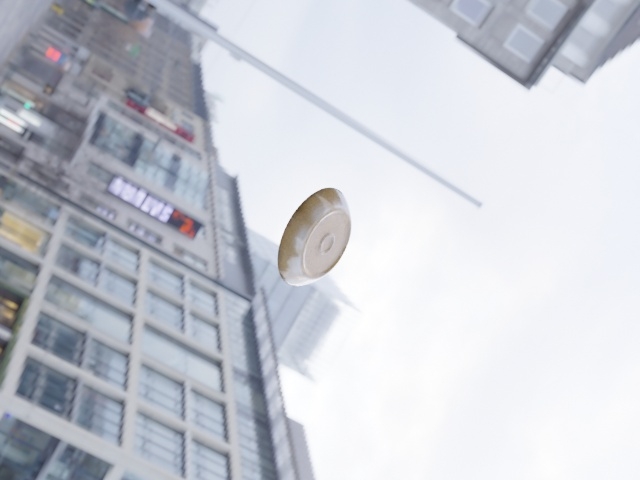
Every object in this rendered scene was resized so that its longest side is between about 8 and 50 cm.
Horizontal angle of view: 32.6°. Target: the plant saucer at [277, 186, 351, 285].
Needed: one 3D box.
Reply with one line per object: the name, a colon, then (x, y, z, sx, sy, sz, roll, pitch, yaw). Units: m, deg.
plant saucer: (0.000, 0.000, 0.846, 0.015, 0.083, 0.083, 27, -94, 32)
